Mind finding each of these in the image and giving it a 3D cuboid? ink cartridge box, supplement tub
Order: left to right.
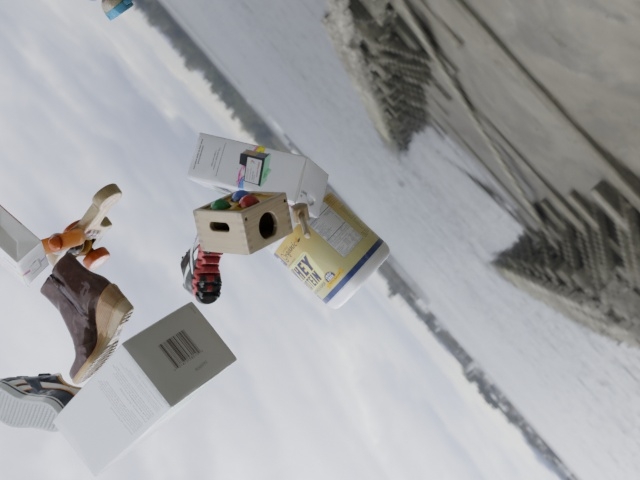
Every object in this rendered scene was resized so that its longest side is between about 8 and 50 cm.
[{"bbox_3d":[-0.614,0.017,1.676,0.115,0.067,0.198,41,157,3],"label":"ink cartridge box"},{"bbox_3d":[-0.141,-0.152,1.973,0.278,0.117,0.201,15,176,17],"label":"ink cartridge box"},{"bbox_3d":[0.000,0.000,2.192,0.316,0.228,0.228,43,-178,2],"label":"supplement tub"}]

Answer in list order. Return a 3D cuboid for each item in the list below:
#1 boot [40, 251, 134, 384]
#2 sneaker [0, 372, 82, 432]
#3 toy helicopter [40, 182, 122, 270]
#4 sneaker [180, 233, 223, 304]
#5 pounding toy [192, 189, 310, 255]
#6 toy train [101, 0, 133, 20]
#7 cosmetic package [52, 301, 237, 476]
[{"bbox_3d":[-0.550,0.177,1.883,0.207,0.248,0.090,36,-167,11],"label":"boot"},{"bbox_3d":[-0.729,0.407,2.134,0.127,0.321,0.126,-36,-54,-52],"label":"sneaker"},{"bbox_3d":[-0.679,-0.038,2.377,0.140,0.355,0.235,52,-144,11],"label":"toy helicopter"},{"bbox_3d":[-0.329,0.035,2.337,0.097,0.276,0.135,6,-173,-44],"label":"sneaker"},{"bbox_3d":[-0.099,-0.052,1.567,0.181,0.206,0.094,5,113,39],"label":"pounding toy"},{"bbox_3d":[-0.324,-0.485,1.417,0.143,0.248,0.105,51,-144,-25],"label":"toy train"},{"bbox_3d":[-0.351,0.294,1.635,0.155,0.365,0.197,50,-138,6],"label":"cosmetic package"}]
